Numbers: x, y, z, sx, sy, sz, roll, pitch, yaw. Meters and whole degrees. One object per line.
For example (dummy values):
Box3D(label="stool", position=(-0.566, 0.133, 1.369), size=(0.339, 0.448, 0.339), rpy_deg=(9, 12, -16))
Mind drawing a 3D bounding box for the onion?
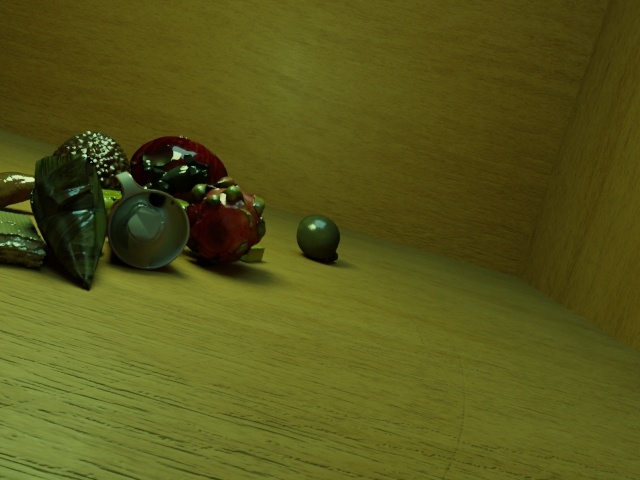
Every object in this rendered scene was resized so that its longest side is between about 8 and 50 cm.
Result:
Box3D(label="onion", position=(-0.505, -0.208, 1.847), size=(0.341, 0.342, 0.341), rpy_deg=(16, 8, -2))

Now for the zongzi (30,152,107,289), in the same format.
Box3D(label="zongzi", position=(-0.510, 0.007, 1.133), size=(0.138, 0.300, 0.286), rpy_deg=(-14, -21, -24))

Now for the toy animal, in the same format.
Box3D(label="toy animal", position=(-0.412, -0.154, 1.456), size=(0.244, 0.115, 0.146), rpy_deg=(-6, -7, -3))

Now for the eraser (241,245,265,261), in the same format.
Box3D(label="eraser", position=(-0.249, 0.026, 1.657), size=(0.122, 0.045, 0.097), rpy_deg=(19, 9, 22))

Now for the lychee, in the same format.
Box3D(label="lychee", position=(-0.711, -0.212, 1.665), size=(0.267, 0.268, 0.267), rpy_deg=(16, 8, -2))

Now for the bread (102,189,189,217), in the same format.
Box3D(label="bread", position=(-0.523, -0.075, 1.570), size=(0.166, 0.112, 0.383), rpy_deg=(20, 10, 42))

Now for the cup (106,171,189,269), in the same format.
Box3D(label="cup", position=(-0.442, -0.058, 1.297), size=(0.182, 0.226, 0.264), rpy_deg=(-27, 20, -23))

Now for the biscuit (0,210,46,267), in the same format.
Box3D(label="biscuit", position=(-0.626, -0.009, 1.077), size=(0.108, 0.062, 0.238), rpy_deg=(10, 10, -36))

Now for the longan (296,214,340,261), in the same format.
Box3D(label="longan", position=(0.000, 0.000, 1.994), size=(0.204, 0.159, 0.185), rpy_deg=(53, 10, -25))

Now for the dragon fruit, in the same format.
Box3D(label="dragon fruit", position=(-0.282, -0.051, 1.473), size=(0.307, 0.228, 0.243), rpy_deg=(-8, 5, 31))

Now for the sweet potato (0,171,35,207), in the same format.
Box3D(label="sweet potato", position=(-0.843, -0.125, 1.343), size=(0.106, 0.095, 0.354), rpy_deg=(-3, 5, 34))
